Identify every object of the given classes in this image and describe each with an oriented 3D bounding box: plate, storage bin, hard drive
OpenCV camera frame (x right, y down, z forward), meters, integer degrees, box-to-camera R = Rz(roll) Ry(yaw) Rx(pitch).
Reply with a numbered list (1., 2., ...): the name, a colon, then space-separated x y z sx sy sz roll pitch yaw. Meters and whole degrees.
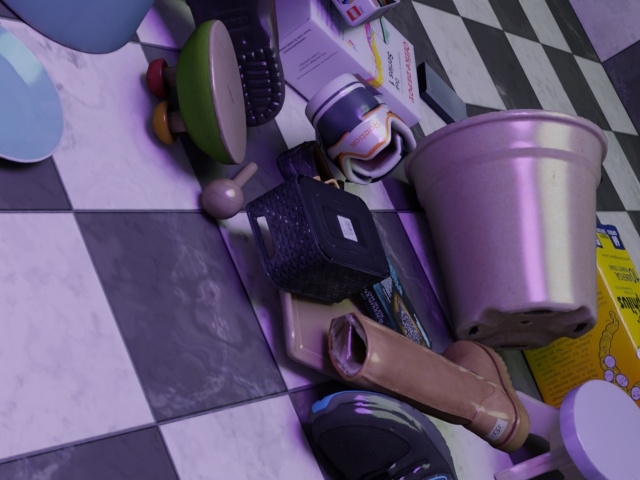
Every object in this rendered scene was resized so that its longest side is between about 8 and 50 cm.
1. plate: -0.351 -0.160 1.238 0.188 0.024 0.188 39 33 -32
2. storage bin: 0.000 0.000 1.482 0.180 0.084 0.122 17 49 -56
3. hard drive: 0.238 -0.276 2.285 0.135 0.022 0.094 39 34 -32

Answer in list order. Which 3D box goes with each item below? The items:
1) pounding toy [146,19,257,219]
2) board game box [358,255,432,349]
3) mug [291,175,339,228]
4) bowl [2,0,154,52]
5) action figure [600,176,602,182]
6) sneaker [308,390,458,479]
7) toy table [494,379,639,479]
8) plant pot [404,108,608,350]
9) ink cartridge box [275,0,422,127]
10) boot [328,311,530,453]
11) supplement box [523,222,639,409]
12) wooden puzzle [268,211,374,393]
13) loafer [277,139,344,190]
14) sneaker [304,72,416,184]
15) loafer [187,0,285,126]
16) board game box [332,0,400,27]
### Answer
1. pounding toy: -0.161 -0.156 1.483 0.183 0.110 0.236 -81 163 -65
2. board game box: 0.107 0.108 1.658 0.186 0.026 0.126 62 19 -19
3. mug: -0.013 -0.052 1.623 0.064 0.078 0.062 69 17 0
4. bowl: -0.286 -0.401 1.428 0.311 0.163 0.311 38 35 -34
5. action figure: 0.394 -0.143 2.261 0.141 0.276 0.164 -48 138 -24
6. sneaker: 0.111 0.316 1.415 0.341 0.125 0.139 45 36 -20
7. toy table: 0.392 0.329 1.809 0.274 0.161 0.252 18 49 -50
8. plant pot: 0.311 0.002 1.873 0.334 0.334 0.305 24 55 -47
9. ink cartridge box: 0.033 -0.306 1.887 0.278 0.117 0.201 38 35 -35
10. boot: 0.128 0.155 1.522 0.270 0.089 0.236 27 11 -24
11. supplement box: 0.479 0.163 2.067 0.194 0.195 0.356 5 59 -56
12. wooden puzzle: 0.008 0.095 1.554 0.239 0.044 0.220 36 36 -44
13. loafer: 0.009 -0.065 1.678 0.170 0.061 0.062 54 28 -11
14. sneaker: 0.066 -0.142 1.711 0.127 0.126 0.321 50 7 11
15. loafer: -0.127 -0.341 1.593 0.130 0.134 0.365 -110 -165 -76
16. board game box: 0.003 -0.474 1.803 0.305 0.053 0.193 56 20 -5
